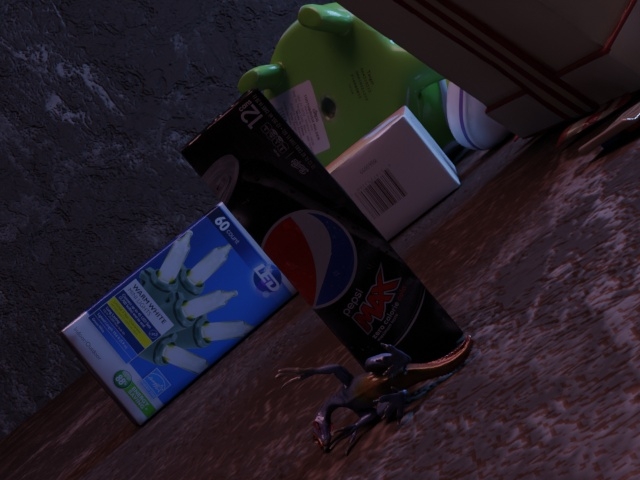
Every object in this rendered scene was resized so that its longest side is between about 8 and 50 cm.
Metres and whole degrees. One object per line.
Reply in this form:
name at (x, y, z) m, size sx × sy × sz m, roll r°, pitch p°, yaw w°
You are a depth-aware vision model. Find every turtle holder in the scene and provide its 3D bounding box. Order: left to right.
turtle holder at (0.079, -0.192, 1.493) m, size 0.227 × 0.243 × 0.320 m, roll -15°, pitch -34°, yaw -41°

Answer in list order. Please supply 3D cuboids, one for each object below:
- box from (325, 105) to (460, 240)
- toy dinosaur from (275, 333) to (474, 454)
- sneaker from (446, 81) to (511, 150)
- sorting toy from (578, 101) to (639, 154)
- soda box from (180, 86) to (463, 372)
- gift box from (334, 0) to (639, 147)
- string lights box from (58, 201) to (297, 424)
box at (0.064, -0.062, 1.284) m, size 0.130 × 0.091 × 0.170 m, roll -38°, pitch 5°, yaw 8°
toy dinosaur at (0.026, 0.081, 0.624) m, size 0.090 × 0.047 × 0.082 m, roll -6°, pitch -14°, yaw -14°
sneaker at (0.244, -0.205, 1.234) m, size 0.161 × 0.102 × 0.282 m, roll 26°, pitch 83°, yaw 52°
sorting toy at (0.210, -0.083, 0.811) m, size 0.062 × 0.012 × 0.083 m, roll -36°, pitch -1°, yaw -30°
soda box at (0.000, 0.000, 0.664) m, size 0.053 × 0.169 × 0.060 m, roll -41°, pitch 4°, yaw 0°
gift box at (0.177, -0.224, 1.021) m, size 0.276 × 0.258 × 0.255 m, roll -60°, pitch 10°, yaw -8°
string lights box at (-0.144, 0.069, 1.380) m, size 0.260 × 0.133 × 0.077 m, roll -41°, pitch 4°, yaw -15°
